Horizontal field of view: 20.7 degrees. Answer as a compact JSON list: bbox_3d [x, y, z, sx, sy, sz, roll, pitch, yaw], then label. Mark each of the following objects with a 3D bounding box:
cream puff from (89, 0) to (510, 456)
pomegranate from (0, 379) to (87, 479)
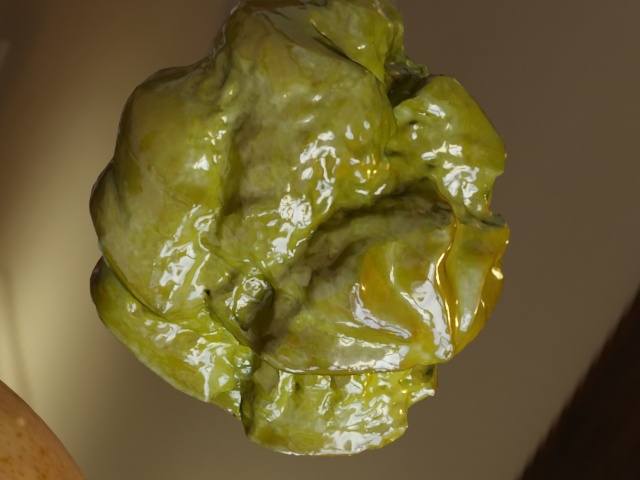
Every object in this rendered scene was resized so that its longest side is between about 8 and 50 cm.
[{"bbox_3d":[-0.004,0.002,0.794,0.195,0.194,0.221,-95,-170,-46],"label":"cream puff"},{"bbox_3d":[-0.245,0.180,0.883,0.319,0.319,0.319,-47,-148,41],"label":"pomegranate"}]
